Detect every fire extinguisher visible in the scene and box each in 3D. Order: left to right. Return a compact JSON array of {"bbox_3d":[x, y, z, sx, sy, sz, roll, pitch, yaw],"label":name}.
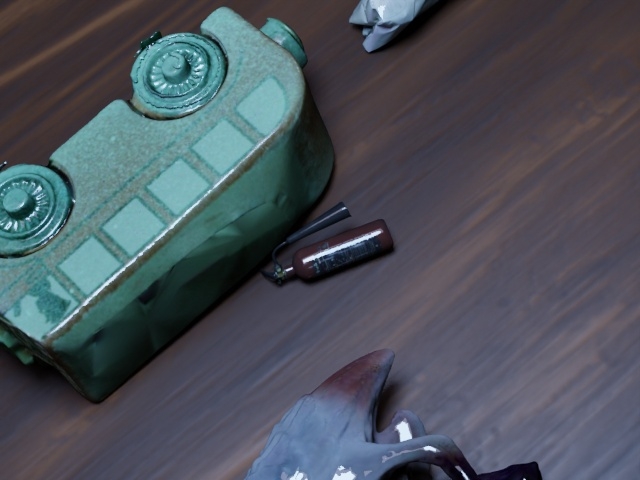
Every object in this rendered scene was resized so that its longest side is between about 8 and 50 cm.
[{"bbox_3d":[0.001,0.002,1.131,0.100,0.046,0.032,-20,46,-1],"label":"fire extinguisher"}]

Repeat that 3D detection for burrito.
[{"bbox_3d":[0.108,-0.229,1.229,0.203,0.064,0.064,-37,60,-8],"label":"burrito"}]

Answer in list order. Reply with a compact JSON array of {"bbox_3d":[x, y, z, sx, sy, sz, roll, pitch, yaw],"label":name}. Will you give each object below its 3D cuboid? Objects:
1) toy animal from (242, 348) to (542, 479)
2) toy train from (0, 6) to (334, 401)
[{"bbox_3d":[-0.012,0.191,1.000,0.324,0.090,0.195,-24,59,-3],"label":"toy animal"},{"bbox_3d":[-0.119,-0.032,1.131,0.326,0.129,0.159,-43,63,-11],"label":"toy train"}]
